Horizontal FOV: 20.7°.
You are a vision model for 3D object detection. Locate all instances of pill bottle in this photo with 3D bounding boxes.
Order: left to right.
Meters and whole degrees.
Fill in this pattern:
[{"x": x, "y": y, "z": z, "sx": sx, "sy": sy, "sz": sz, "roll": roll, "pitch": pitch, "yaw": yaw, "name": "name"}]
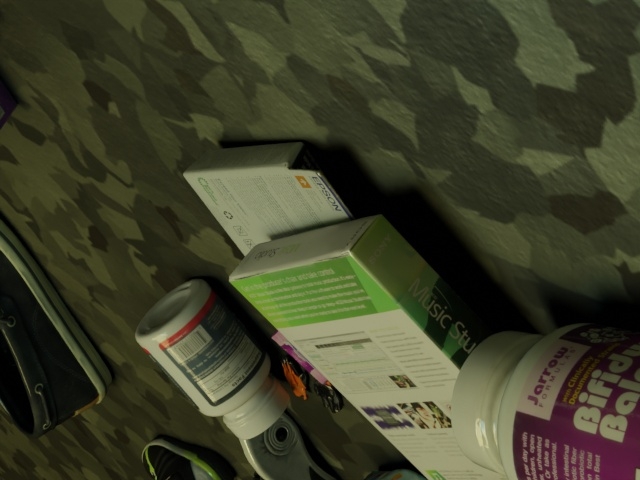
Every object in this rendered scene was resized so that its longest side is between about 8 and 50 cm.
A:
[{"x": -0.122, "y": 0.143, "z": 2.058, "sx": 0.180, "sy": 0.108, "sz": 0.108, "roll": 51, "pitch": 155, "yaw": -19, "name": "pill bottle"}, {"x": 0.253, "y": 0.158, "z": 1.428, "sx": 0.301, "sy": 0.169, "sz": 0.169, "roll": 11, "pitch": 141, "yaw": 49, "name": "pill bottle"}]

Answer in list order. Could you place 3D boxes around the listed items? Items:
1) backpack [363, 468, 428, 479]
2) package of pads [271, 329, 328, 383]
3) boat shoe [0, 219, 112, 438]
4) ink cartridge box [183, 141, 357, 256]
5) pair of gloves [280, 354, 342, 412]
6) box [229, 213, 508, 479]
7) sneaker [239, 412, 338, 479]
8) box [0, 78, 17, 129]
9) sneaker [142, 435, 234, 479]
[{"x": 0.099, "y": 0.350, "z": 2.028, "sx": 0.166, "sy": 0.144, "sz": 0.188, "roll": 50, "pitch": 152, "yaw": -3, "name": "backpack"}, {"x": -0.011, "y": 0.120, "z": 1.942, "sx": 0.083, "sy": 0.032, "sz": 0.050, "roll": 42, "pitch": 155, "yaw": 0, "name": "package of pads"}, {"x": -0.479, "y": 0.081, "z": 2.451, "sx": 0.187, "sy": 0.156, "sz": 0.500, "roll": 14, "pitch": 142, "yaw": 51, "name": "boat shoe"}, {"x": 0.000, "y": 0.000, "z": 1.701, "sx": 0.224, "sy": 0.045, "sz": 0.223, "roll": 2, "pitch": 135, "yaw": 51, "name": "ink cartridge box"}, {"x": -0.010, "y": 0.168, "z": 2.048, "sx": 0.083, "sy": 0.010, "sz": 0.074, "roll": 21, "pitch": 147, "yaw": 35, "name": "pair of gloves"}, {"x": 0.086, "y": 0.114, "z": 1.658, "sx": 0.322, "sy": 0.058, "sz": 0.232, "roll": 45, "pitch": 154, "yaw": -18, "name": "box"}, {"x": -0.064, "y": 0.283, "z": 2.239, "sx": 0.121, "sy": 0.079, "sz": 0.217, "roll": 2, "pitch": 135, "yaw": 54, "name": "sneaker"}, {"x": -0.501, "y": -0.239, "z": 1.989, "sx": 0.201, "sy": 0.057, "sz": 0.293, "roll": -2, "pitch": 134, "yaw": 32, "name": "box"}, {"x": -0.218, "y": 0.349, "z": 2.566, "sx": 0.084, "sy": 0.097, "sz": 0.235, "roll": 51, "pitch": 155, "yaw": -17, "name": "sneaker"}]
